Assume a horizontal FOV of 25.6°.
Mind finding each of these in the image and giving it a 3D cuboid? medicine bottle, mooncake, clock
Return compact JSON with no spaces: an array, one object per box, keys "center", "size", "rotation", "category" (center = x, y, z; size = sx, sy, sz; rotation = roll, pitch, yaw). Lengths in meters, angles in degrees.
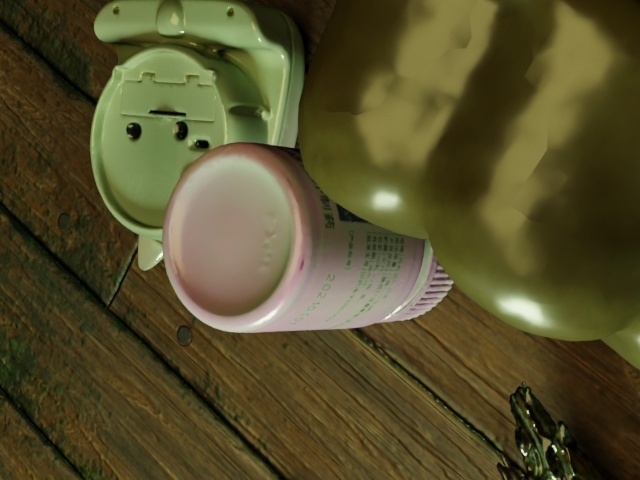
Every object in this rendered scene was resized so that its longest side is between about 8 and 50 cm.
[{"center":[0.000,0.000,1.393],"size":[0.178,0.291,0.178],"rotation":[-1,88,36],"category":"medicine bottle"},{"center":[0.199,-0.085,1.155],"size":[0.467,0.467,0.262],"rotation":[34,105,32],"category":"mooncake"},{"center":[-0.153,-0.118,1.622],"size":[0.265,0.109,0.324],"rotation":[6,93,35],"category":"clock"}]

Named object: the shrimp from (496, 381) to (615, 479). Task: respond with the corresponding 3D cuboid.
[{"center":[0.321,0.254,1.293],"size":[0.233,0.071,0.365],"rotation":[-45,67,22],"category":"shrimp"}]
